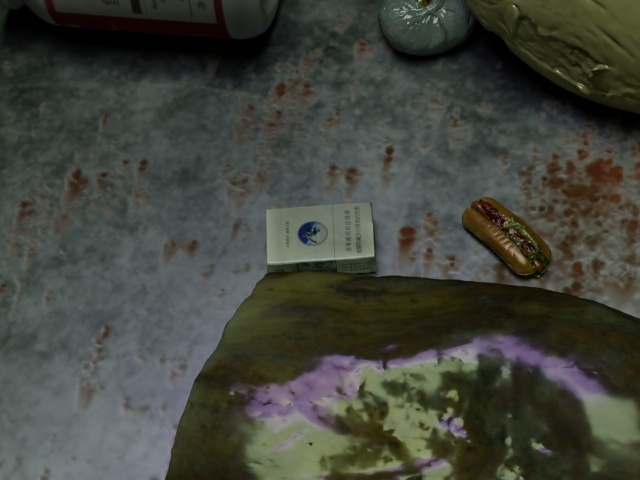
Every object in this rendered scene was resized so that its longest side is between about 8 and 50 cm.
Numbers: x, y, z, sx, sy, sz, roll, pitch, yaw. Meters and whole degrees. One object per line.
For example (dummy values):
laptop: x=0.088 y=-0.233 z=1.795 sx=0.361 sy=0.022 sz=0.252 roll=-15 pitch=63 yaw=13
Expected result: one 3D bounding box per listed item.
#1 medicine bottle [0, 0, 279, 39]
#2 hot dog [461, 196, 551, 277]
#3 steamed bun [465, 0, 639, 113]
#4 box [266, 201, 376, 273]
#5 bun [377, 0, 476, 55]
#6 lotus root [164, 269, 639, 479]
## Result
medicine bottle: x=-0.162 y=-0.242 z=1.340 sx=0.250 sy=0.131 sz=0.131 roll=5 pitch=56 yaw=10
hot dog: x=0.141 y=-0.004 z=1.203 sx=0.037 sy=0.021 sz=0.083 roll=-38 pitch=58 yaw=-18
steamed bun: x=0.252 y=-0.231 z=1.250 sx=0.273 sy=0.166 sz=0.232 roll=34 pitch=64 yaw=17
box: x=0.000 y=0.000 z=1.216 sx=0.083 sy=0.024 sz=0.054 roll=-4 pitch=56 yaw=3
bun: x=0.089 y=-0.191 z=1.327 sx=0.083 sy=0.045 sz=0.083 roll=-2 pitch=59 yaw=3
lotus root: x=0.100 y=0.148 z=0.968 sx=0.346 sy=0.250 sz=0.250 roll=4 pitch=55 yaw=18
